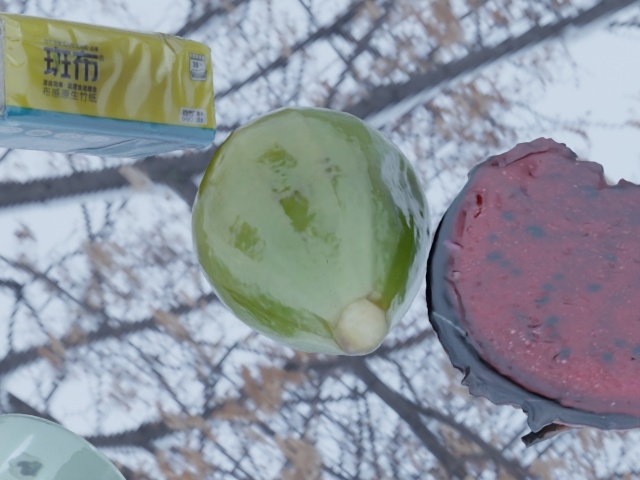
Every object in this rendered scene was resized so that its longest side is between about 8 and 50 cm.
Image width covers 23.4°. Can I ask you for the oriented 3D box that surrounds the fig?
[{"bbox_3d":[0.005,-0.003,1.344,0.230,0.207,0.207,35,-98,28],"label":"fig"}]

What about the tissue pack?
[{"bbox_3d":[-0.277,-0.171,1.728,0.192,0.271,0.134,-7,-98,50],"label":"tissue pack"}]

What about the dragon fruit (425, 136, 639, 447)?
[{"bbox_3d":[0.212,0.062,1.244,0.282,0.100,0.343,-30,-134,-27],"label":"dragon fruit"}]

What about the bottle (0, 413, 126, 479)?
[{"bbox_3d":[-0.325,0.347,1.405,0.229,0.229,0.352,-3,-147,32],"label":"bottle"}]
